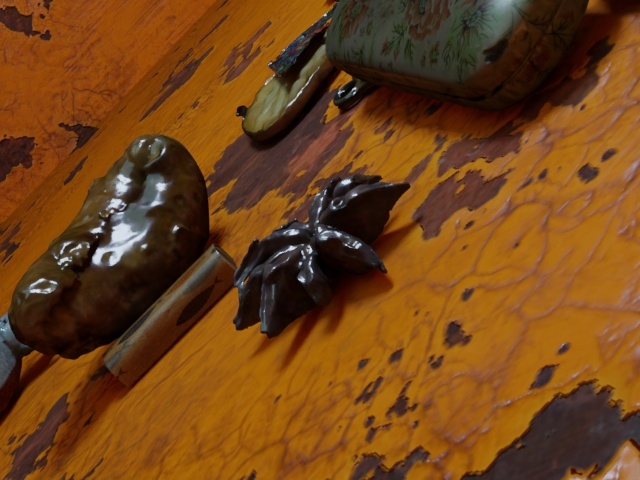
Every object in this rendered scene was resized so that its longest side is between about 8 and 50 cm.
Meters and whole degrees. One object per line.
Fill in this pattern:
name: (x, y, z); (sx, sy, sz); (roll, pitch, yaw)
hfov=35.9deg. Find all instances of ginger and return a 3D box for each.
ginger: (-0.231, 0.024, 1.143); (0.165, 0.172, 0.321); (10, 49, 21)

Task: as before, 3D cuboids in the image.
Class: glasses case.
glasses case: (-0.160, 0.076, 1.057); (0.170, 0.041, 0.064); (-45, 19, 2)
glasses case: (0.115, -0.221, 0.972); (0.156, 0.098, 0.425); (-59, 23, 2)

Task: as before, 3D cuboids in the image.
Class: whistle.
whistle: (-0.437, 0.152, 1.365); (0.346, 0.134, 0.142); (-41, 14, -17)

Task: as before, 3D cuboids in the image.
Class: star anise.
star anise: (0.000, 0.000, 0.849); (0.182, 0.065, 0.195); (-28, 22, 37)

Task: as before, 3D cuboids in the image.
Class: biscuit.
biscuit: (-0.038, -0.221, 1.406); (0.203, 0.041, 0.260); (-29, 26, 31)

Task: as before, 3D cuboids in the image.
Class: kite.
kite: (-0.025, -0.284, 1.432); (0.189, 0.009, 0.232); (-23, 26, 48)

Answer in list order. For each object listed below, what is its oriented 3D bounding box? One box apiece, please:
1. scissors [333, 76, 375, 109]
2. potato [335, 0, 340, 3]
scissors: (0.092, -0.203, 1.133); (0.220, 0.017, 0.088); (-12, 38, 57)
potato: (0.096, -0.375, 1.381); (0.164, 0.081, 0.200); (-41, 16, 21)
